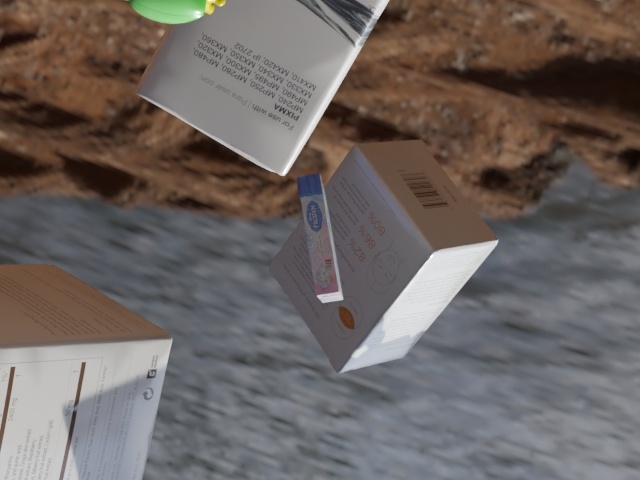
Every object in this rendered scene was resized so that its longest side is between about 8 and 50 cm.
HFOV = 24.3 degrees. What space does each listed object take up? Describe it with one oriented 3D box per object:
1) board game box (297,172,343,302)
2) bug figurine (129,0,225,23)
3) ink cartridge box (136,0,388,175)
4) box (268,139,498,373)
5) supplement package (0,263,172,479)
[{"bbox_3d":[0.000,0.000,1.124,0.020,0.090,0.090,-11,173,1],"label":"board game box"},{"bbox_3d":[-0.126,-0.194,0.616,0.216,0.072,0.279,34,149,12],"label":"bug figurine"},{"bbox_3d":[0.002,-0.180,0.835,0.100,0.237,0.172,28,-153,-6],"label":"ink cartridge box"},{"bbox_3d":[0.053,0.014,1.338,0.091,0.130,0.170,-8,145,-44],"label":"box"},{"bbox_3d":[-0.290,0.126,1.108,0.293,0.175,0.177,1,-162,-45],"label":"supplement package"}]
